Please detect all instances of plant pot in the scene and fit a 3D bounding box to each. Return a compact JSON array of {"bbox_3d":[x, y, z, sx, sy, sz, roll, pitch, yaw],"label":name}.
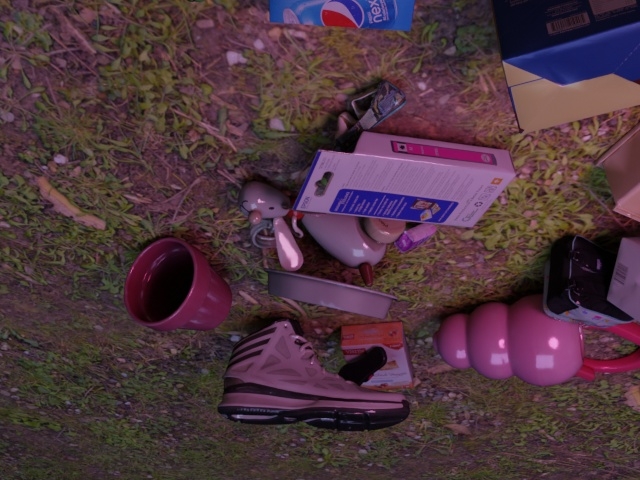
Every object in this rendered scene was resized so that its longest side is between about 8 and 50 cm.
[{"bbox_3d":[-0.298,0.115,1.524,0.201,0.201,0.180,-18,150,25],"label":"plant pot"}]

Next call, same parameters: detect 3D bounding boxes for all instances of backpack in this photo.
[{"bbox_3d":[0.561,0.098,1.430,0.188,0.166,0.144,16,154,-10],"label":"backpack"}]

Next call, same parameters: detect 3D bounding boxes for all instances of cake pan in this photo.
[{"bbox_3d":[0.017,0.115,1.463,0.293,0.054,0.293,12,175,1],"label":"cake pan"}]

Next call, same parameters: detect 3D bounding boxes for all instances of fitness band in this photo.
[{"bbox_3d":[0.681,0.259,1.697,0.290,0.054,0.209,23,134,-22],"label":"fitness band"}]

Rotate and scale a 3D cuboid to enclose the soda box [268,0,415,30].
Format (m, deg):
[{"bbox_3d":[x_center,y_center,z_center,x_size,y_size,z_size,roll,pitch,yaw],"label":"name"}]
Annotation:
[{"bbox_3d":[0.031,-0.359,1.009,0.210,0.071,0.067,3,140,1],"label":"soda box"}]

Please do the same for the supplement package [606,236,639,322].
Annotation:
[{"bbox_3d":[0.697,0.075,1.304,0.244,0.134,0.139,-2,113,-17],"label":"supplement package"}]

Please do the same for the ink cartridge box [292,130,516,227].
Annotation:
[{"bbox_3d":[0.146,-0.107,1.246,0.370,0.069,0.176,3,147,-17],"label":"ink cartridge box"}]

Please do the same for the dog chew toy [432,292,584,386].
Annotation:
[{"bbox_3d":[0.422,0.227,1.578,0.331,0.207,0.207,-5,140,25],"label":"dog chew toy"}]

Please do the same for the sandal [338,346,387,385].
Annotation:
[{"bbox_3d":[0.109,0.320,1.710,0.040,0.067,0.179,7,143,-44],"label":"sandal"}]

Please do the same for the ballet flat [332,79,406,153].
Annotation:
[{"bbox_3d":[0.068,-0.211,1.199,0.070,0.070,0.188,30,132,-27],"label":"ballet flat"}]

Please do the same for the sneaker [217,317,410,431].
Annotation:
[{"bbox_3d":[-0.009,0.304,1.645,0.447,0.258,0.169,3,151,3],"label":"sneaker"}]

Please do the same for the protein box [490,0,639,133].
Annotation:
[{"bbox_3d":[0.353,-0.286,0.964,0.199,0.201,0.136,-12,137,19],"label":"protein box"}]

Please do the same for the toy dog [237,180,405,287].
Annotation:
[{"bbox_3d":[0.000,0.000,1.367,0.333,0.161,0.220,4,140,1],"label":"toy dog"}]

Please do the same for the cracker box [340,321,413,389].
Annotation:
[{"bbox_3d":[0.150,0.303,1.784,0.155,0.067,0.232,-6,138,12],"label":"cracker box"}]

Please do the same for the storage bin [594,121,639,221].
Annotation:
[{"bbox_3d":[0.673,-0.131,1.179,0.260,0.123,0.262,19,137,-18],"label":"storage bin"}]

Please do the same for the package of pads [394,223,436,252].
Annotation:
[{"bbox_3d":[0.194,-0.008,1.408,0.083,0.032,0.050,-21,158,-43],"label":"package of pads"}]
